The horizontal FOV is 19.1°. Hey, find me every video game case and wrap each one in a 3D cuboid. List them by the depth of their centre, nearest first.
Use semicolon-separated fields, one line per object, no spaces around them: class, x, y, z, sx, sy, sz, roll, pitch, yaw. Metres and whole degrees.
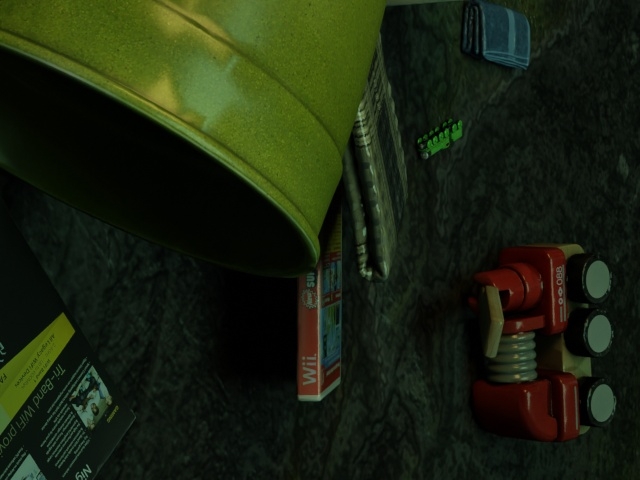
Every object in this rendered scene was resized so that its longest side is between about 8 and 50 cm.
video game case;0.000;0.000;1.787;0.204;0.025;0.285;-2;92;-84

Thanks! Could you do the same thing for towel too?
towel;0.023;-0.150;1.721;0.312;0.056;0.324;-71;152;-73
towel;0.201;-0.232;2.144;0.119;0.029;0.067;6;85;-54

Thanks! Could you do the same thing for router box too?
router box;-0.290;0.153;1.410;0.309;0.081;0.243;-56;133;-38

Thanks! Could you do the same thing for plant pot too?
plant pot;-0.097;-0.214;1.377;0.366;0.366;0.353;40;70;-48

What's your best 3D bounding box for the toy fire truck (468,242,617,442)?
toy fire truck;0.218;0.121;2.091;0.246;0.158;0.217;-7;97;-43

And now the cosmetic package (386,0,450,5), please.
cosmetic package;0.123;-0.355;1.863;0.138;0.224;0.225;-39;121;-48

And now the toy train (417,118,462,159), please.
toy train;0.129;-0.109;2.055;0.083;0.017;0.024;-34;128;-49
